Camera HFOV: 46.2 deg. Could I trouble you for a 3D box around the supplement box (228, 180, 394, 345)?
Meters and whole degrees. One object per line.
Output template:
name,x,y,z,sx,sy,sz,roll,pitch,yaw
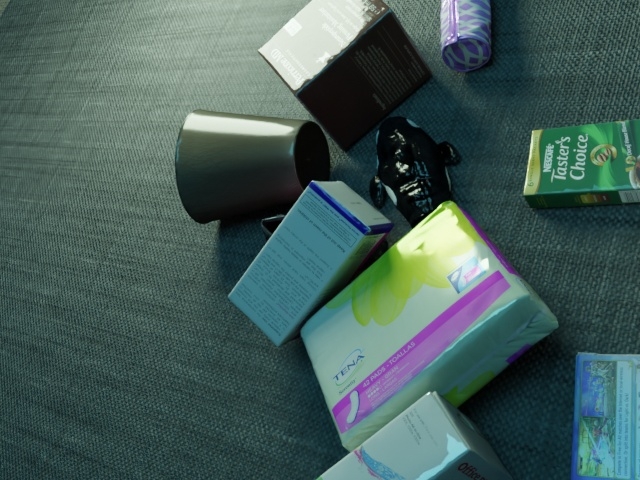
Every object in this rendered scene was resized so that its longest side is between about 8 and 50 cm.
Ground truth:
supplement box,-0.014,0.031,1.083,0.114,0.111,0.220,41,107,15

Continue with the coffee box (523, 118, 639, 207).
coffee box,0.372,-0.103,1.010,0.184,0.040,0.113,0,63,34

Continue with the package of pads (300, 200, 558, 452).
package of pads,0.121,0.112,0.969,0.296,0.101,0.229,-42,35,12

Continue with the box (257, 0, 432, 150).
box,0.042,-0.302,1.267,0.203,0.167,0.168,-41,48,6

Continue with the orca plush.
orca plush,0.123,-0.091,1.128,0.151,0.102,0.287,-12,57,28

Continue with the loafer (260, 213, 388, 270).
loafer,0.000,0.000,1.172,0.223,0.078,0.076,8,68,37

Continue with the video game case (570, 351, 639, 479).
video game case,0.388,0.252,0.771,0.244,0.061,0.269,-4,61,31

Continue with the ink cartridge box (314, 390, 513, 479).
ink cartridge box,0.098,0.291,0.878,0.212,0.154,0.093,-41,48,6

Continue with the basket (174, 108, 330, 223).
basket,-0.111,-0.134,1.281,0.227,0.154,0.204,-1,87,28

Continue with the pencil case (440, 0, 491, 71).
pencil case,0.236,-0.378,1.237,0.086,0.088,0.206,-16,56,28
